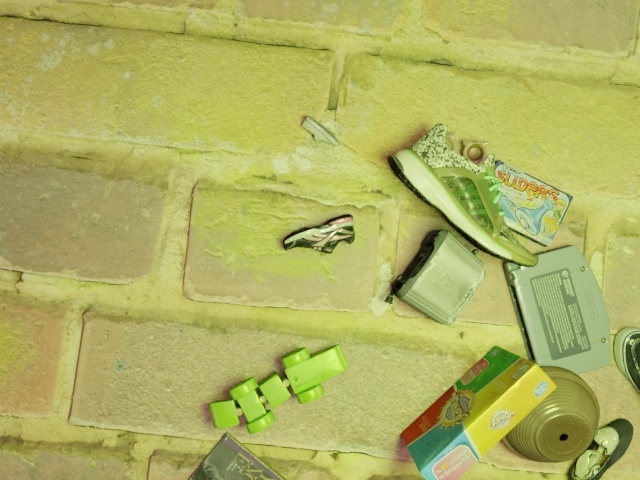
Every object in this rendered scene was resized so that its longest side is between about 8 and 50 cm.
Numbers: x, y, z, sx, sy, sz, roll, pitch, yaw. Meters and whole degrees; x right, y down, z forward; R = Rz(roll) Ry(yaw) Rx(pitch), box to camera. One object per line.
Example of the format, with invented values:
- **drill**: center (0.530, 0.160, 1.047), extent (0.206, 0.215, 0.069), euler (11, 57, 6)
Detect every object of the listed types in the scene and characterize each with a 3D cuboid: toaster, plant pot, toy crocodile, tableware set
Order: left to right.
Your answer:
- **toy crocodile**: center (-0.097, 0.339, 1.203), extent (0.341, 0.105, 0.115), euler (-28, 88, -7)
- **toaster**: center (0.269, 0.094, 1.197), extent (0.147, 0.129, 0.226), euler (36, 86, -2)
- **tableware set**: center (0.326, -0.176, 1.245), extent (0.141, 0.020, 0.168), euler (8, 89, 15)
- **plant pot**: center (0.524, 0.414, 1.174), extent (0.238, 0.109, 0.237), euler (0, 103, 1)

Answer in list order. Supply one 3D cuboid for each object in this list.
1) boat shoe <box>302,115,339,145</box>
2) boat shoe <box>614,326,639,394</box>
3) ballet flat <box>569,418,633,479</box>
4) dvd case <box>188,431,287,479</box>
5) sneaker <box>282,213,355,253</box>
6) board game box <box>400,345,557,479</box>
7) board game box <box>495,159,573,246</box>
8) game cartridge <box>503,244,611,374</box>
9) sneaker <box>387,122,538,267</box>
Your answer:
- **boat shoe**: center (-0.002, -0.256, 1.253), extent (0.100, 0.035, 0.035), euler (38, 115, -3)
- **boat shoe**: center (0.793, 0.346, 1.211), extent (0.108, 0.102, 0.301), euler (-22, 89, -2)
- **ballet flat**: center (0.651, 0.494, 1.215), extent (0.074, 0.074, 0.203), euler (38, 90, 0)
- **dvd case**: center (-0.187, 0.586, 1.226), extent (0.221, 0.018, 0.164), euler (39, 88, 0)
- **sneaker**: center (0.000, 0.000, 1.226), extent (0.179, 0.072, 0.077), euler (-17, 99, 4)
- **board game box**: center (0.328, 0.375, 1.132), extent (0.316, 0.242, 0.064), euler (-42, 88, -3)
- **board game box**: center (0.484, -0.088, 1.253), extent (0.201, 0.035, 0.136), euler (26, 88, 0)
- **game cartridge**: center (0.571, 0.170, 1.239), extent (0.198, 0.062, 0.296), euler (-15, 88, -6)
- **sneaker**: center (0.351, -0.104, 1.162), extent (0.410, 0.158, 0.182), euler (42, 98, -1)
